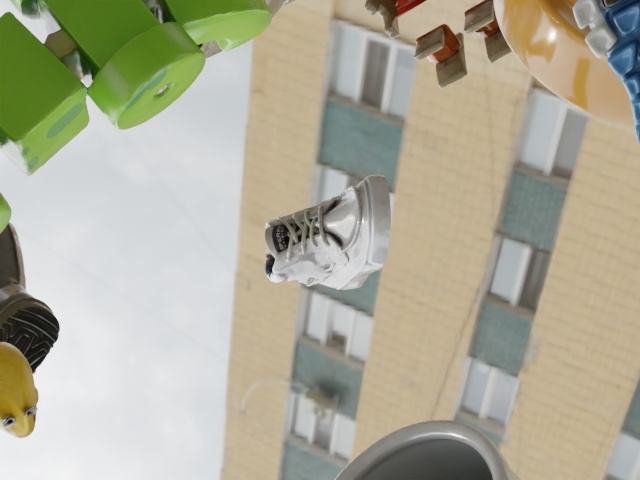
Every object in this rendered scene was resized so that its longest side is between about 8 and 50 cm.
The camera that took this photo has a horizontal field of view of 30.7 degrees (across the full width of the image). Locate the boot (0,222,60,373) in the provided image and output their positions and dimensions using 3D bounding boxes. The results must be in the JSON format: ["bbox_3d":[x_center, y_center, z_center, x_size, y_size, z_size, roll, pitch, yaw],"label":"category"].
[{"bbox_3d":[-0.312,0.084,1.012,0.190,0.076,0.208,-47,-142,-6],"label":"boot"}]

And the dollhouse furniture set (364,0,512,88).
[{"bbox_3d":[0.168,-0.362,1.436,0.259,0.262,0.135,-27,-143,26],"label":"dollhouse furniture set"}]

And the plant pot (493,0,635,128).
[{"bbox_3d":[0.230,-0.204,0.729,0.205,0.188,0.205,4,-122,-6],"label":"plant pot"}]

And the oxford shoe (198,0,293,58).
[{"bbox_3d":[-0.116,-0.307,0.815,0.140,0.397,0.146,12,-129,42],"label":"oxford shoe"}]

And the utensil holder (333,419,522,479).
[{"bbox_3d":[0.209,0.481,1.543,0.327,0.385,0.328,-33,-151,21],"label":"utensil holder"}]

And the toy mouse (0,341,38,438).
[{"bbox_3d":[-0.232,0.118,0.687,0.143,0.161,0.031,-21,-174,-23],"label":"toy mouse"}]

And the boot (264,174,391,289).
[{"bbox_3d":[0.000,0.000,1.305,0.123,0.258,0.095,-1,-111,-10],"label":"boot"}]

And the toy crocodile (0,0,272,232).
[{"bbox_3d":[-0.175,-0.074,0.646,0.340,0.105,0.115,-38,-98,-17],"label":"toy crocodile"}]

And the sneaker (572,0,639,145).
[{"bbox_3d":[0.172,-0.102,0.572,0.071,0.191,0.083,-11,-152,24],"label":"sneaker"}]
